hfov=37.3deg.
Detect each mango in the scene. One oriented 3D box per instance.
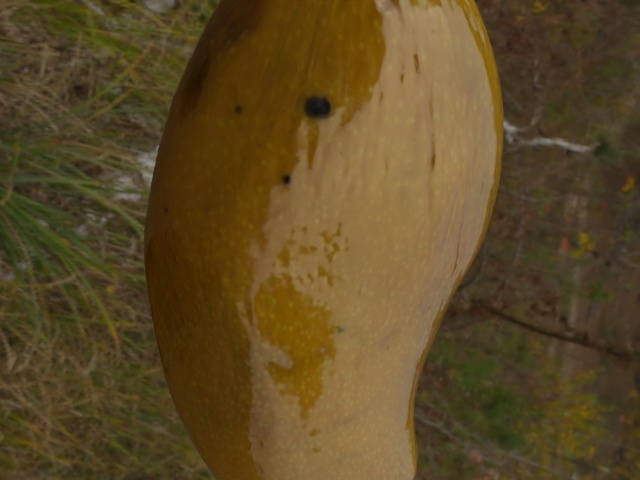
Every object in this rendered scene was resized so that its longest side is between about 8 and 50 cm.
[{"bbox_3d":[-0.004,0.001,0.530,0.144,0.187,0.359,-113,-145,-73],"label":"mango"}]
